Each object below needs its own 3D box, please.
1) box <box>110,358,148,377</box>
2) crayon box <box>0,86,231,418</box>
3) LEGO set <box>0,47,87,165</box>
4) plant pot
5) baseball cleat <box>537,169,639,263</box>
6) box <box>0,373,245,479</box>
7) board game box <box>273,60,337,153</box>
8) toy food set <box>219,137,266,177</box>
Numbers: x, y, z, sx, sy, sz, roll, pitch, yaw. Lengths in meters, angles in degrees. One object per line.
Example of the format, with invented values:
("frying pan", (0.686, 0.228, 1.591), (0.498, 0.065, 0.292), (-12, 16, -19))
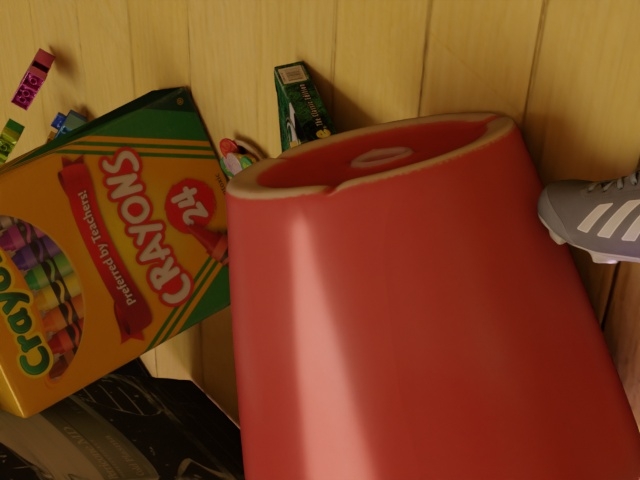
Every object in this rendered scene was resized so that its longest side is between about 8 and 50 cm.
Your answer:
("box", (-0.341, 0.204, 2.195), (0.343, 0.179, 0.312), (56, 155, 10))
("crayon box", (-0.223, 0.019, 1.575), (0.081, 0.318, 0.202), (4, 121, 62))
("LEGO set", (-0.304, -0.107, 1.884), (0.087, 0.093, 0.227), (29, 128, -12))
("plant pot", (0.060, 0.055, 1.166), (0.275, 0.275, 0.243), (9, 115, 61))
("baseball cleat", (0.202, -0.029, 1.011), (0.206, 0.072, 0.109), (24, 122, 51))
("box", (-0.218, 0.362, 1.692), (0.480, 0.472, 0.297), (40, 111, 38))
("board game box", (0.000, 0.000, 1.411), (0.136, 0.030, 0.259), (-110, 12, -47))
("toy food set", (-0.062, -0.052, 1.545), (0.083, 0.020, 0.082), (19, 133, 57))
